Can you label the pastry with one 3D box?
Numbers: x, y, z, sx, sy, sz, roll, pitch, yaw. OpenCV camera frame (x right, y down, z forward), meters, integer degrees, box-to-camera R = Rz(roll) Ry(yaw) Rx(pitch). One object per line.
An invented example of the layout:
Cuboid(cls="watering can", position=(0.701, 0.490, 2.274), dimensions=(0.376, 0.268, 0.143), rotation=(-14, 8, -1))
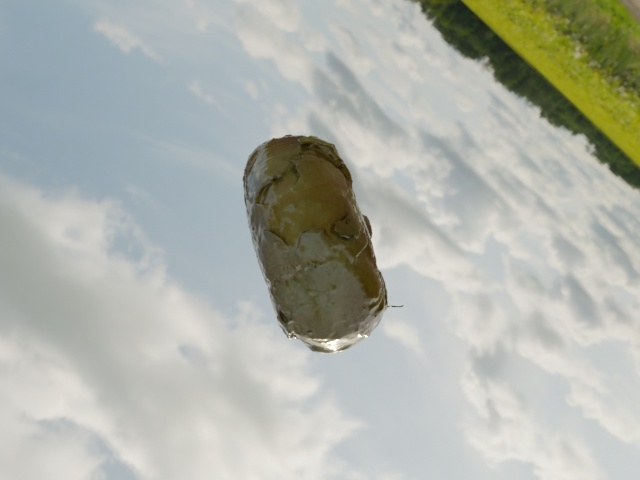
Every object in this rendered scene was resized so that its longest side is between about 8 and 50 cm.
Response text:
Cuboid(cls="pastry", position=(-0.005, 0.001, 0.505), dimensions=(0.153, 0.081, 0.153), rotation=(-20, -90, -82))
